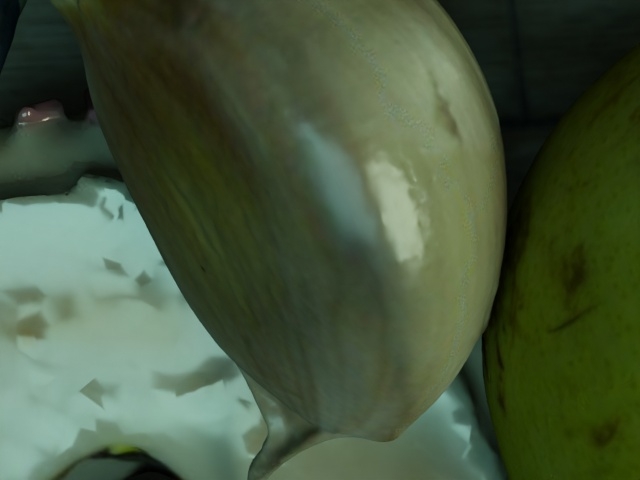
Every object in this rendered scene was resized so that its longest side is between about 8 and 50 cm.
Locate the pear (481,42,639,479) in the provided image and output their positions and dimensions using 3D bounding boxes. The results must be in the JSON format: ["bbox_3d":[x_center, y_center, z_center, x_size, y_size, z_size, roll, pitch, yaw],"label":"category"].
[{"bbox_3d":[0.198,0.031,0.654,0.284,0.283,0.283,6,124,9],"label":"pear"}]

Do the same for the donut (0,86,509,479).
[{"bbox_3d":[-0.079,0.106,0.808,0.383,0.142,0.382,1,112,2],"label":"donut"}]

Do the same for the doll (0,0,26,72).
[{"bbox_3d":[-0.135,-0.098,0.736,0.037,0.125,0.027,-5,149,38],"label":"doll"}]

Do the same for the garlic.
[{"bbox_3d":[0.002,0.004,0.638,0.129,0.148,0.266,-19,106,-21],"label":"garlic"}]
